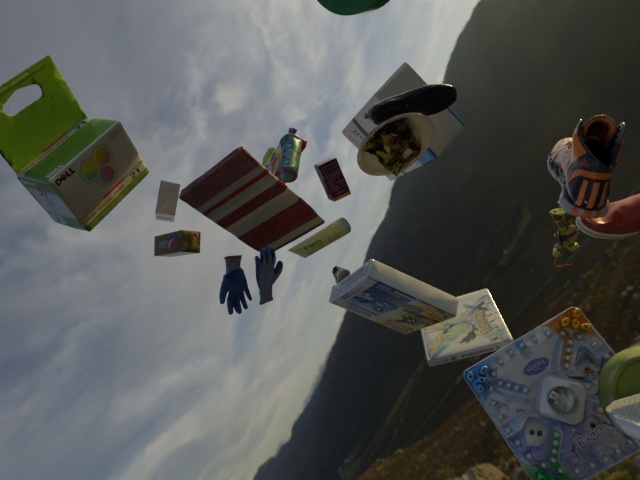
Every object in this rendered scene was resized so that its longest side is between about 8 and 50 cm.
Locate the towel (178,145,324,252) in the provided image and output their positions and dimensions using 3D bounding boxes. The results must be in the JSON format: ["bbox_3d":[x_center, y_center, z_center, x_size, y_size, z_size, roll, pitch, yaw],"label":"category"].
[{"bbox_3d":[-0.178,-0.091,1.187,0.237,0.329,0.037,-28,43,27],"label":"towel"}]

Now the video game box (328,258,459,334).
[{"bbox_3d":[0.145,0.125,0.917,0.187,0.205,0.048,-44,24,60],"label":"video game box"}]

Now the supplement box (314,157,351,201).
[{"bbox_3d":[0.025,-0.130,0.934,0.043,0.083,0.055,-26,16,-5],"label":"supplement box"}]

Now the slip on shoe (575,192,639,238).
[{"bbox_3d":[0.859,-0.085,1.167,0.123,0.332,0.101,-88,-17,-45],"label":"slip on shoe"}]

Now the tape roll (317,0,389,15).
[{"bbox_3d":[0.086,-0.763,1.136,0.077,0.321,0.321,-31,-27,-40],"label":"tape roll"}]

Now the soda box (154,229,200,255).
[{"bbox_3d":[-0.409,0.011,1.247,0.058,0.181,0.061,5,-99,-42],"label":"soda box"}]

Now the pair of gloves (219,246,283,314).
[{"bbox_3d":[-0.174,0.101,1.134,0.198,0.023,0.159,-11,-72,-43],"label":"pair of gloves"}]

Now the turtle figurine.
[{"bbox_3d":[0.920,-0.044,1.620,0.270,0.217,0.087,-33,23,-15],"label":"turtle figurine"}]

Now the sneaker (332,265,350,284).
[{"bbox_3d":[0.060,0.115,1.479,0.061,0.065,0.158,-46,-17,-8],"label":"sneaker"}]

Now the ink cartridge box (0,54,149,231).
[{"bbox_3d":[-0.461,-0.172,0.807,0.255,0.097,0.188,78,-146,-48],"label":"ink cartridge box"}]

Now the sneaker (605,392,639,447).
[{"bbox_3d":[0.666,0.398,0.829,0.135,0.150,0.366,-20,-9,13],"label":"sneaker"}]

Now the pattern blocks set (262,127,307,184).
[{"bbox_3d":[-0.167,-0.246,1.538,0.324,0.026,0.285,-58,31,17],"label":"pattern blocks set"}]

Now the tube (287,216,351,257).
[{"bbox_3d":[0.000,0.000,1.552,0.240,0.070,0.062,-30,9,31],"label":"tube"}]

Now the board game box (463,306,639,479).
[{"bbox_3d":[0.677,0.446,1.226,0.390,0.389,0.050,-33,-21,6],"label":"board game box"}]

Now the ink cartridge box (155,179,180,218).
[{"bbox_3d":[-0.495,-0.121,1.423,0.181,0.062,0.104,164,114,-69],"label":"ink cartridge box"}]

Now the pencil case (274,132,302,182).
[{"bbox_3d":[-0.095,-0.245,1.303,0.064,0.070,0.151,99,176,-54],"label":"pencil case"}]

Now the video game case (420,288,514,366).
[{"bbox_3d":[0.531,0.321,1.667,0.300,0.036,0.329,-19,24,13],"label":"video game case"}]

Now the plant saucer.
[{"bbox_3d":[0.777,0.357,1.003,0.240,0.241,0.037,-57,-35,-4],"label":"plant saucer"}]

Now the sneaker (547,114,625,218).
[{"bbox_3d":[0.595,-0.200,0.969,0.321,0.125,0.180,-67,-22,-51],"label":"sneaker"}]

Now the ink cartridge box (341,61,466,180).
[{"bbox_3d":[0.271,-0.391,1.546,0.166,0.285,0.395,-47,7,-10],"label":"ink cartridge box"}]

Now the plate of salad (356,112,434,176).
[{"bbox_3d":[0.184,-0.218,1.048,0.200,0.048,0.199,-15,-31,-9],"label":"plate of salad"}]

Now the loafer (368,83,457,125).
[{"bbox_3d":[0.228,-0.346,1.105,0.078,0.224,0.076,-106,0,-65],"label":"loafer"}]
